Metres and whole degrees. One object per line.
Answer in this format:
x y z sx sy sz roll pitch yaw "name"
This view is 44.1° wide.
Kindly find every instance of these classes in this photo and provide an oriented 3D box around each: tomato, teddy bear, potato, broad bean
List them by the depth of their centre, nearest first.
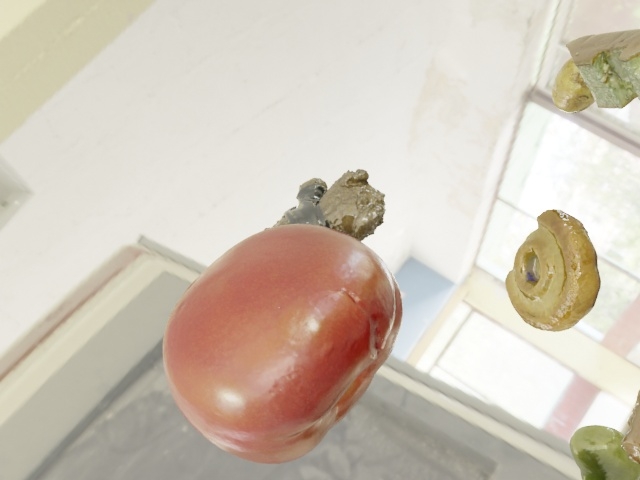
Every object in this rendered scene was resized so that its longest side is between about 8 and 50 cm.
-0.050 0.115 0.917 0.298 0.226 0.298 -50 -15 -19 "tomato"
-0.014 0.003 1.127 0.251 0.181 0.129 -41 -20 31 "teddy bear"
0.518 0.400 1.421 0.174 0.125 0.082 61 -142 -44 "broad bean"
0.583 -0.353 1.785 0.080 0.107 0.170 -56 -5 -22 "potato"

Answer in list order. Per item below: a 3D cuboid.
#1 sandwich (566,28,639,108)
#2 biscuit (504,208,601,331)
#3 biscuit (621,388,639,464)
0.427 -0.236 1.088 0.088 0.244 0.090 -42 -66 -20 "sandwich"
0.499 0.080 1.703 0.091 0.213 0.274 -2 -52 -25 "biscuit"
0.549 0.205 0.873 0.368 0.394 0.076 -62 -40 -25 "biscuit"
